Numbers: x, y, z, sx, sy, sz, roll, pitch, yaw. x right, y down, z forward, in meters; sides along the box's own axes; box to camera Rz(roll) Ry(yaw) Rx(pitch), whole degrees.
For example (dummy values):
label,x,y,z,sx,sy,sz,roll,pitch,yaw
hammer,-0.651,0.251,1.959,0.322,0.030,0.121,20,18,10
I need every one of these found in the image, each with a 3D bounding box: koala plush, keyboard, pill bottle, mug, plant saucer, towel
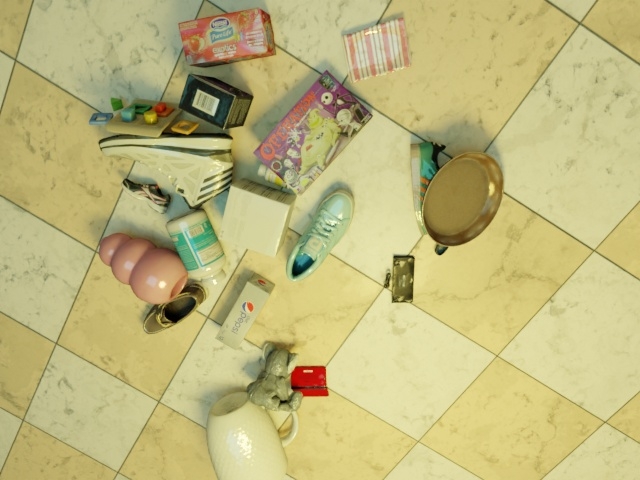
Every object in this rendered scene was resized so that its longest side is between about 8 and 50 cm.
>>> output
label,x,y,z,sx,sy,sz,roll,pitch,yaw
koala plush,-0.167,0.513,1.637,0.196,0.203,0.221,15,83,38
keyboard,0.280,0.141,1.540,0.108,0.023,0.180,-1,108,1
pill bottle,-0.149,-0.222,1.449,0.116,0.065,0.065,20,110,0
mug,-0.264,0.773,1.715,0.374,0.276,0.328,-20,100,-17
plant saucer,0.440,-0.131,1.354,0.310,0.050,0.311,-10,118,-20
pill bottle,-0.429,0.030,1.527,0.146,0.146,0.264,-17,105,13
towel,0.169,-0.576,1.308,0.197,0.029,0.144,-12,106,11

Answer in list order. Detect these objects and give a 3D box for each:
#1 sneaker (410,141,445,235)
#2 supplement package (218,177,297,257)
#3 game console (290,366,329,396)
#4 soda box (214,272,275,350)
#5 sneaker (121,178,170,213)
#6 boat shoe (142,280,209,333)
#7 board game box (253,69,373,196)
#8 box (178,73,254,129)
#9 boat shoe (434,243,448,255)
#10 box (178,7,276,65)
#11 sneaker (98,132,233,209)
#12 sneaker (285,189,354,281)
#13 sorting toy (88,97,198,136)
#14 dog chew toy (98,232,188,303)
label,x,y,z,sx,sy,sz,roll,pitch,yaw
sneaker,0.357,-0.164,1.381,0.121,0.108,0.302,-4,107,13
supplement package,-0.210,-0.080,1.459,0.203,0.149,0.194,19,110,1
game console,-0.042,0.569,1.729,0.143,0.085,0.124,-4,77,8
soda box,-0.283,0.269,1.617,0.098,0.091,0.286,31,109,-2
sneaker,-0.613,-0.175,1.532,0.178,0.072,0.077,32,98,-12
boat shoe,-0.572,0.273,1.652,0.324,0.097,0.117,-32,102,16
board game box,-0.024,-0.336,1.370,0.208,0.056,0.347,42,97,-3
box,-0.315,-0.427,1.326,0.153,0.207,0.108,25,110,-2
boat shoe,0.434,-0.009,1.459,0.049,0.040,0.142,25,110,-1
box,-0.276,-0.608,1.302,0.256,0.128,0.123,-6,108,10
sneaker,-0.511,-0.227,1.438,0.447,0.169,0.258,2,107,4
sneaker,0.000,0.000,1.459,0.135,0.150,0.366,29,110,-4
sorting toy,-0.560,-0.406,1.375,0.347,0.196,0.047,8,133,4
dog chew toy,-0.650,0.085,1.554,0.331,0.206,0.207,31,110,5
